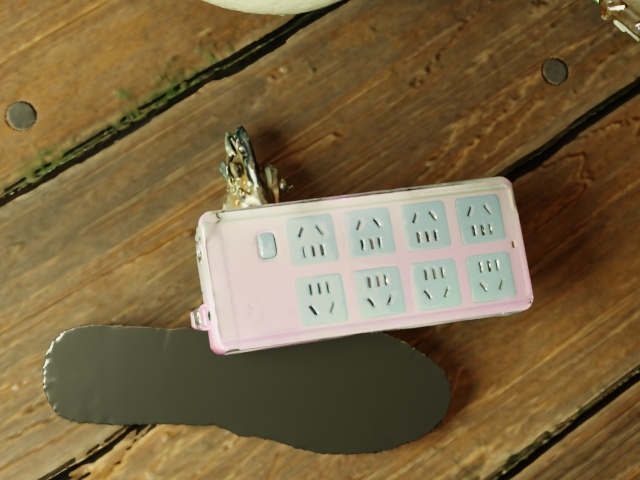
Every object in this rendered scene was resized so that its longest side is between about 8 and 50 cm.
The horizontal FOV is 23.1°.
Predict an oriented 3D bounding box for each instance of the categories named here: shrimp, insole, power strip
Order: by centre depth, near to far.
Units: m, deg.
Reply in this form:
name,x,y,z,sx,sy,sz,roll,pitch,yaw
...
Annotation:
name,x,y,z,sx,sy,sz,roll,pitch,yaw
power strip,0.035,0.018,1.208,0.279,0.037,0.109,-7,83,-17
insole,-0.053,0.111,1.215,0.322,0.007,0.109,4,100,-11
shrimp,0.000,0.000,1.247,0.152,0.046,0.219,-21,90,-16

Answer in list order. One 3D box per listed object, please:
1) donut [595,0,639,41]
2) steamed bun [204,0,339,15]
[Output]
name,x,y,z,sx,sy,sz,roll,pitch,yaw
donut,0.335,-0.290,1.362,0.270,0.103,0.269,3,79,-16
steamed bun,-0.031,-0.311,1.222,0.283,0.177,0.283,0,88,7
